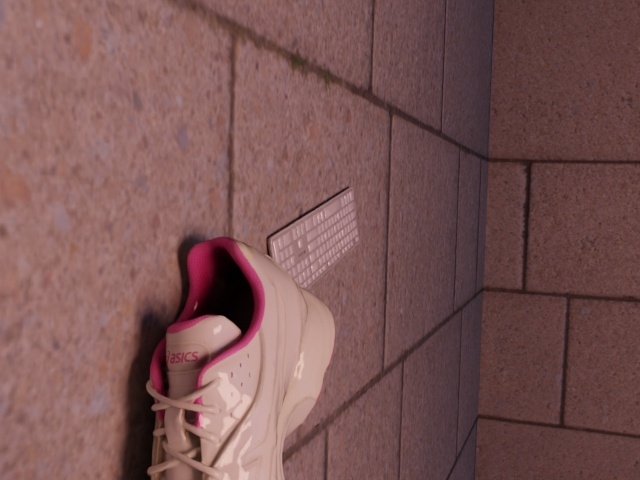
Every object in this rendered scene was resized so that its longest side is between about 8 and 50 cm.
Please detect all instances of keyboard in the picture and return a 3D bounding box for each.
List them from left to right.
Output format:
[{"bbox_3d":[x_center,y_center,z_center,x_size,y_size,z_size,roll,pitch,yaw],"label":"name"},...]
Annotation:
[{"bbox_3d":[0.000,0.000,0.791,0.256,0.014,0.072,-38,128,-66],"label":"keyboard"}]

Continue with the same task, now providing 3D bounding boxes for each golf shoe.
[{"bbox_3d":[-0.077,0.133,0.478,0.140,0.115,0.306,58,32,-42],"label":"golf shoe"}]
